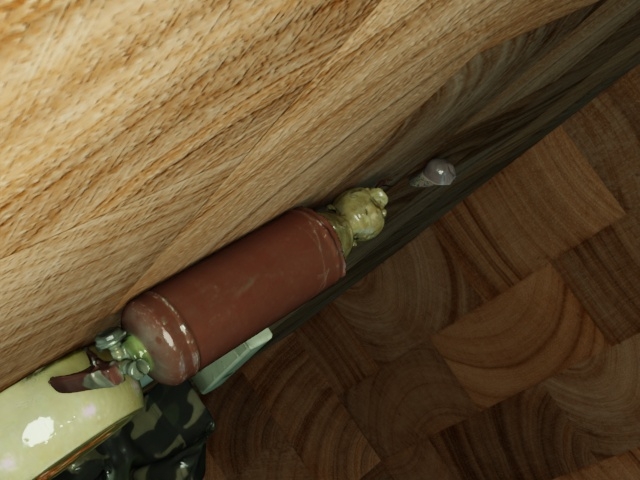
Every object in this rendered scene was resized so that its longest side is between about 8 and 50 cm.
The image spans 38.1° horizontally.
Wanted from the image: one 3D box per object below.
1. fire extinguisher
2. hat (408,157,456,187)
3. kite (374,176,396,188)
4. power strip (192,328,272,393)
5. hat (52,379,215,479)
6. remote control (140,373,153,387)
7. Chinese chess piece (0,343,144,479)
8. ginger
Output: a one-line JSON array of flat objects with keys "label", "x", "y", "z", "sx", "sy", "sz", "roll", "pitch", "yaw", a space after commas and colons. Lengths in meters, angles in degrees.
[{"label": "fire extinguisher", "x": -0.137, "y": 0.078, "z": 1.022, "sx": 0.337, "sy": 0.106, "sz": 0.147, "roll": -30, "pitch": -166, "yaw": -33}, {"label": "hat", "x": 0.183, "y": -0.116, "z": 1.537, "sx": 0.087, "sy": 0.042, "sz": 0.058, "roll": 8, "pitch": -155, "yaw": 44}, {"label": "kite", "x": 0.003, "y": -0.022, "z": 1.347, "sx": 0.245, "sy": 0.015, "sz": 0.141, "roll": -32, "pitch": 176, "yaw": 9}, {"label": "power strip", "x": -0.153, "y": 0.148, "z": 1.386, "sx": 0.043, "sy": 0.106, "sz": 0.367, "roll": -30, "pitch": 173, "yaw": -26}, {"label": "hat", "x": -0.330, "y": 0.368, "z": 1.334, "sx": 0.366, "sy": 0.257, "sz": 0.382, "roll": -31, "pitch": 162, "yaw": -41}, {"label": "remote control", "x": -0.297, "y": 0.210, "z": 1.357, "sx": 0.293, "sy": 0.051, "sz": 0.103, "roll": -35, "pitch": 179, "yaw": 22}, {"label": "Chinese chess piece", "x": -0.324, "y": 0.222, "z": 1.082, "sx": 0.251, "sy": 0.097, "sz": 0.251, "roll": -35, "pitch": 174, "yaw": -4}, {"label": "ginger", "x": 0.000, "y": 0.000, "z": 1.198, "sx": 0.204, "sy": 0.080, "sz": 0.104, "roll": -34, "pitch": -170, "yaw": -31}]
